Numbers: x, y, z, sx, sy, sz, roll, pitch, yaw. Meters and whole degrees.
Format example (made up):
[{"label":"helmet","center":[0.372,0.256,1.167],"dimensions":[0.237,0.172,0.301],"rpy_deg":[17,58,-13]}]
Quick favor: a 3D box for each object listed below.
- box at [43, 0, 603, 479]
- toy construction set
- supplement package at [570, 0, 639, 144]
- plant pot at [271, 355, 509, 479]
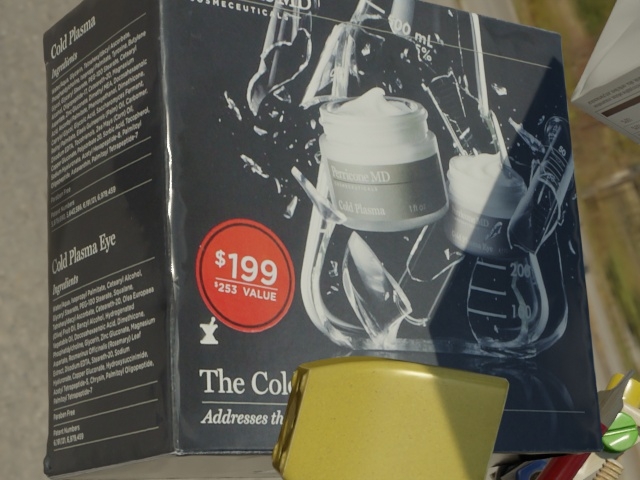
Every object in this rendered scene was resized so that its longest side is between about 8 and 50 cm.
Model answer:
[{"label":"box","center":[0.000,0.000,0.934],"dimensions":[0.343,0.179,0.312],"rpy_deg":[5,73,-35]},{"label":"toy construction set","center":[0.298,0.184,1.185],"dimensions":[0.257,0.237,0.309],"rpy_deg":[32,-8,32]},{"label":"supplement package","center":[0.265,-0.156,0.603],"dimensions":[0.145,0.261,0.204],"rpy_deg":[30,-16,-12]},{"label":"plant pot","center":[0.025,0.089,0.597],"dimensions":[0.081,0.083,0.081],"rpy_deg":[159,-55,-82]}]
